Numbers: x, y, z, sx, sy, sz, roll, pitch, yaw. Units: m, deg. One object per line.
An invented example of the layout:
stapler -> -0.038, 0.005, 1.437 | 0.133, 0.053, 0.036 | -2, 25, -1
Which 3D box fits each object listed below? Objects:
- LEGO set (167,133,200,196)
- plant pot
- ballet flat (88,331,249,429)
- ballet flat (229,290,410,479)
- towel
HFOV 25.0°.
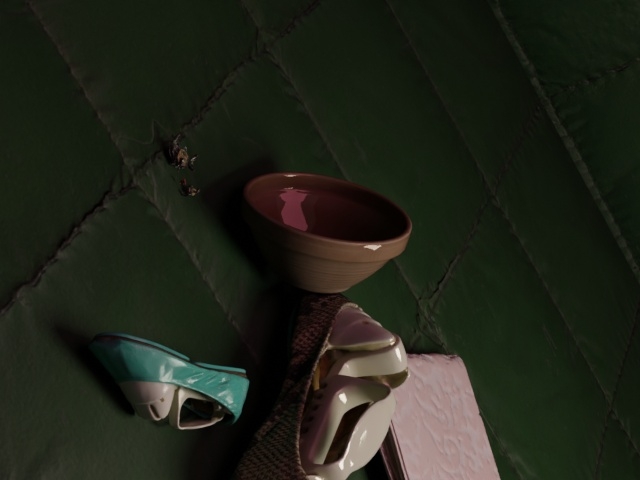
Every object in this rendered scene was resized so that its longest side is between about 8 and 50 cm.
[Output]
LEGO set -> -0.184, -0.098, 1.904 | 0.054, 0.023, 0.083 | 8, 77, -55
plant pot -> 0.000, 0.000, 1.995 | 0.237, 0.237, 0.110 | -34, 140, -61
ballet flat -> -0.171, 0.172, 1.676 | 0.247, 0.083, 0.087 | 23, 65, -49
ballet flat -> 0.023, 0.208, 1.866 | 0.164, 0.182, 0.483 | 58, 30, -23
towel -> 0.173, 0.320, 2.164 | 0.332, 0.053, 0.317 | 9, 62, -62
